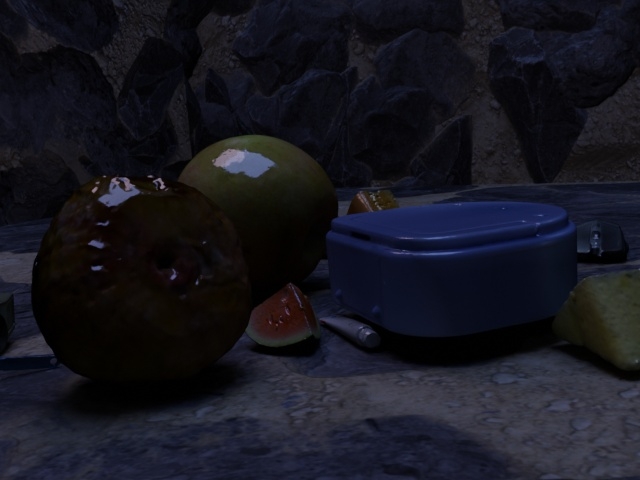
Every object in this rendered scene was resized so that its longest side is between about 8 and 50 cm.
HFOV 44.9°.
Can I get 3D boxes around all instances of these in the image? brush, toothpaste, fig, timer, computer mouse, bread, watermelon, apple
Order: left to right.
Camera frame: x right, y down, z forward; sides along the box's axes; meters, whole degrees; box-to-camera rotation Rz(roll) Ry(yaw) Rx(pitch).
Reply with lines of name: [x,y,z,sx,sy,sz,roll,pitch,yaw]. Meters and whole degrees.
brush: [-0.447,0.172,1.080,0.164,0.051,0.014,0,10,-29]
fig: [-0.269,0.088,1.058,0.286,0.286,0.368,-11,-19,-40]
apple: [-0.121,-0.043,1.491,0.277,0.319,0.319,17,19,31]
watermelon: [-0.039,0.110,1.137,0.125,0.094,0.135,0,10,-30]
toothpaste: [0.045,0.132,1.169,0.048,0.031,0.190,-10,7,-16]
bread: [0.146,-0.023,2.057,0.140,0.169,0.160,-9,-31,-33]
timer: [0.220,0.042,1.188,0.394,0.174,0.395,-5,8,1]
computer mouse: [0.591,-0.004,1.659,0.126,0.071,0.231,0,10,24]
bread: [0.451,0.094,0.996,0.265,0.142,0.178,-8,25,-16]

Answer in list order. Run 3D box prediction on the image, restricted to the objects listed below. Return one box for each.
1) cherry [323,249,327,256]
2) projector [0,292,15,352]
cherry: [0.003,-0.005,1.880,0.126,0.087,0.106,-2,13,31]
projector: [-0.570,0.145,1.158,0.193,0.088,0.269,-2,10,8]
